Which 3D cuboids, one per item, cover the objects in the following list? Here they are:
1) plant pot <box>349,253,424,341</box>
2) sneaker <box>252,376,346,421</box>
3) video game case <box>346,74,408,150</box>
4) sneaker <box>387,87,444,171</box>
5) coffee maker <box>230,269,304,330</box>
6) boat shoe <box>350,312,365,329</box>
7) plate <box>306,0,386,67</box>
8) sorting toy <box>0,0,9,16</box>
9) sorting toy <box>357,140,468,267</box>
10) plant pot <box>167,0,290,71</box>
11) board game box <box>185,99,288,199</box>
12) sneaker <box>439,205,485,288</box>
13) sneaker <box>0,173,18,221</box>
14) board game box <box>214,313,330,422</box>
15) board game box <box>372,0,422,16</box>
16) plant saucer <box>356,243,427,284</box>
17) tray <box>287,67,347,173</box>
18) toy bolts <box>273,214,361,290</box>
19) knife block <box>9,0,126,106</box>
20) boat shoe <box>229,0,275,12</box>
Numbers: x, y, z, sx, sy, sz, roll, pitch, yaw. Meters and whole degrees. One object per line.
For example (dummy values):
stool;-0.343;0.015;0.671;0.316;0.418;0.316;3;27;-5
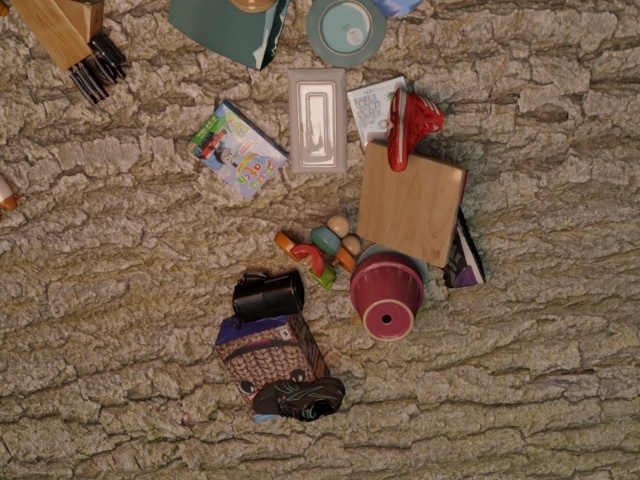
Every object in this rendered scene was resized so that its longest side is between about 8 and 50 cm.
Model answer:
plant pot;0.175;0.162;1.707;0.201;0.180;0.201;2;117;3
sneaker;-0.065;0.442;1.789;0.267;0.106;0.101;-13;116;11
video game case;0.155;-0.311;1.605;0.143;0.019;0.157;-14;115;11
sneaker;0.228;-0.252;1.513;0.128;0.221;0.087;9;158;-7
coffee maker;-0.139;0.166;1.779;0.178;0.171;0.120;-13;139;13
boat shoe;0.161;0.229;1.855;0.153;0.048;0.056;-2;116;5
plate;0.059;-0.496;1.518;0.188;0.024;0.188;2;115;3
sorting toy;-0.865;-0.475;1.574;0.126;0.127;0.365;18;124;-38
sorting toy;0.231;-0.101;1.616;0.255;0.089;0.257;22;122;29
plant pot;-0.208;-0.507;1.459;0.234;0.166;0.166;19;116;-2
board game box;-0.212;-0.228;1.663;0.211;0.039;0.160;39;112;-15
sneaker;0.333;0.012;1.708;0.124;0.107;0.283;-17;114;19
sneaker;-0.952;-0.064;1.761;0.290;0.106;0.123;-24;110;14
board game box;-0.132;0.347;1.883;0.232;0.141;0.291;-19;113;13
board game box;0.162;-0.589;1.461;0.133;0.033;0.169;-39;103;26
plant saucer;0.194;0.080;1.785;0.194;0.037;0.195;2;116;4
tray;-0.007;-0.289;1.623;0.145;0.030;0.270;1;116;5
toy bolts;0.000;0.000;1.691;0.218;0.228;0.158;41;83;10
knife block;-0.601;-0.460;1.549;0.275;0.088;0.242;14;116;-3
boat shoe;-0.179;-0.626;1.327;0.121;0.110;0.341;-19;78;-13
